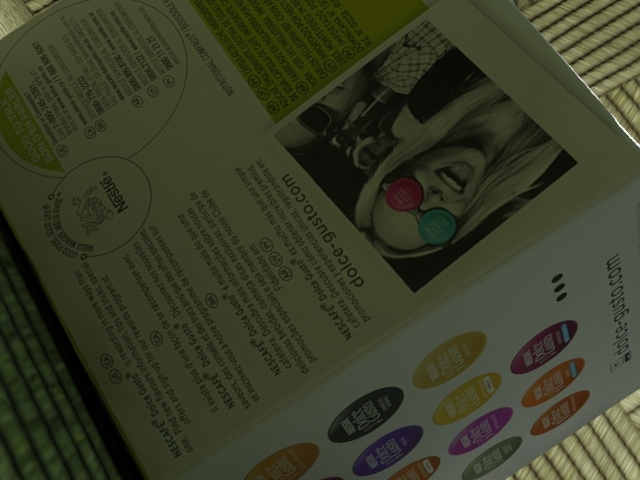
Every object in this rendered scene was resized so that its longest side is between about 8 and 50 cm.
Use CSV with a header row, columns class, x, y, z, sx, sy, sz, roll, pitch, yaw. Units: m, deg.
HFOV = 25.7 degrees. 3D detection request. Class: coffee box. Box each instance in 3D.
class,x,y,z,sx,sy,sz,roll,pitch,yaw
coffee box,0.000,0.000,0.970,0.338,0.334,0.337,55,-3,29
